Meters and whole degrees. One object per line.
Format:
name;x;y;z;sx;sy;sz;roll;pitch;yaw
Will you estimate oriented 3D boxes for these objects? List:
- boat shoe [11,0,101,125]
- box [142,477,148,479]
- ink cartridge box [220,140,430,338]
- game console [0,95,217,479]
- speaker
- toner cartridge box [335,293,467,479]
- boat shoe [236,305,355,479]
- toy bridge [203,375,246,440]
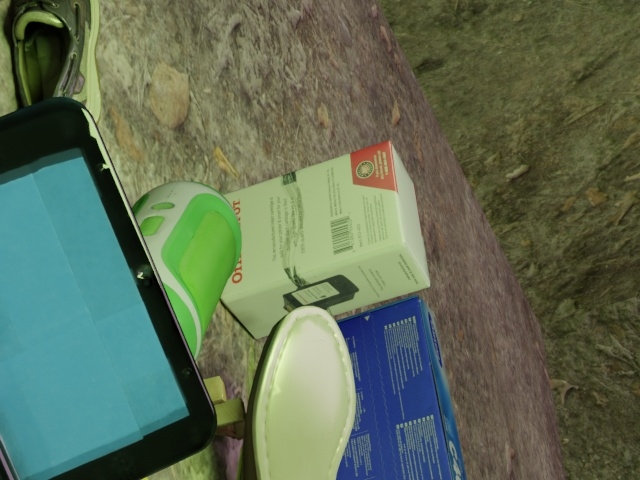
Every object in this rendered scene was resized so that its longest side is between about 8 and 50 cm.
boat shoe;-0.262;-0.204;1.181;0.073;0.080;0.223;38;40;-69
box;-0.195;0.177;0.964;0.058;0.087;0.232;-35;106;-72
ink cartridge box;0.000;0.000;1.499;0.100;0.237;0.172;56;22;-46
game console;-0.228;0.073;0.826;0.293;0.173;0.250;68;17;-7
speaker;-0.152;0.038;1.150;0.296;0.131;0.131;-75;143;-69
toner cartridge box;0.098;0.258;1.640;0.075;0.165;0.347;49;28;-52
boat shoe;-0.033;0.231;1.254;0.117;0.097;0.324;3;83;-28
toy bridge;-0.109;0.181;1.256;0.188;0.063;0.026;65;11;-68
